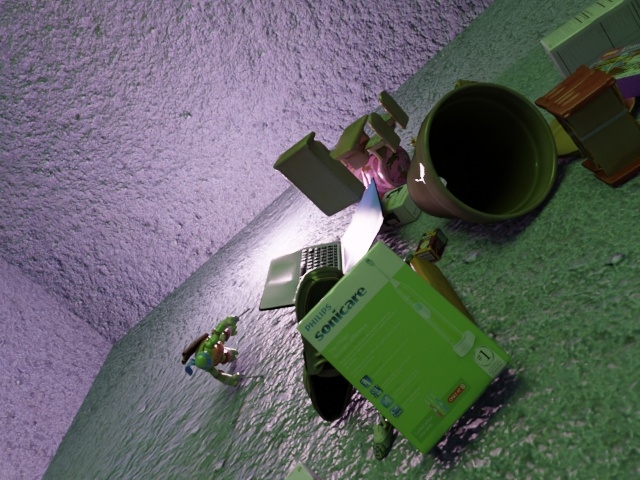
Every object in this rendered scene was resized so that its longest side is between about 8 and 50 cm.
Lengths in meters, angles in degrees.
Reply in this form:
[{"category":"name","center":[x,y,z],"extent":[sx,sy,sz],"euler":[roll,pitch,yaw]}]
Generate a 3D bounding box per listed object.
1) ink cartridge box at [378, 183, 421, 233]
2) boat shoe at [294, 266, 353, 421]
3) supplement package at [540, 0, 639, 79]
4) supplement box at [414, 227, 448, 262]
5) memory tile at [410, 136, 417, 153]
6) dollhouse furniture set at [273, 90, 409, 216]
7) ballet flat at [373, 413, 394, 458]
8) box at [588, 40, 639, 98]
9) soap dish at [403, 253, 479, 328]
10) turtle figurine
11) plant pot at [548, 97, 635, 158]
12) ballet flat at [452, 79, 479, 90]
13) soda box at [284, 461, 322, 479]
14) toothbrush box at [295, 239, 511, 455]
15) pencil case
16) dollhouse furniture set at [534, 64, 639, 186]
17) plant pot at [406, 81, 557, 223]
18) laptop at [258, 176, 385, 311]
[{"category":"ink cartridge box","center":[0.242,-0.106,1.589],"extent":[0.175,0.072,0.127],"euler":[-22,27,49]},{"category":"boat shoe","center":[0.026,0.219,1.004],"extent":[0.133,0.355,0.130],"euler":[-10,30,-8]},{"category":"supplement package","center":[0.777,-0.573,1.395],"extent":[0.244,0.139,0.133],"euler":[-32,22,28]},{"category":"supplement box","center":[0.285,0.016,1.277],"extent":[0.055,0.043,0.083],"euler":[-26,25,47]},{"category":"memory tile","center":[0.390,-0.344,1.777],"extent":[0.012,0.113,0.148],"euler":[-3,-17,-44]},{"category":"dollhouse furniture set","center":[0.049,-0.316,1.686],"extent":[0.362,0.256,0.394],"euler":[-26,30,43]},{"category":"ballet flat","center":[0.118,0.342,0.915],"extent":[0.041,0.041,0.114],"euler":[-19,30,52]},{"category":"box","center":[0.750,-0.398,1.124],"extent":[0.201,0.057,0.293],"euler":[-42,21,-21]},{"category":"soap dish","center":[0.180,0.165,1.049],"extent":[0.229,0.118,0.290],"euler":[-40,17,11]},{"category":"turtle figurine","center":[-0.272,0.342,1.554],"extent":[0.275,0.197,0.266],"euler":[-33,3,-2]},{"category":"plant pot","center":[0.638,-0.274,1.198],"extent":[0.236,0.032,0.236],"euler":[-38,18,15]},{"category":"ballet flat","center":[0.531,-0.502,1.842],"extent":[0.124,0.116,0.342],"euler":[-3,36,35]},{"category":"soda box","center":[-0.073,0.515,0.886],"extent":[0.216,0.069,0.074],"euler":[-49,19,-14]},{"category":"toothbrush box","center":[0.133,0.174,0.842],"extent":[0.206,0.283,0.122],"euler":[-46,-11,-6]},{"category":"pencil case","center":[0.176,-0.249,1.902],"extent":[0.160,0.167,0.386],"euler":[-41,16,-30]},{"category":"dollhouse furniture set","center":[0.652,-0.300,0.956],"extent":[0.374,0.201,0.152],"euler":[-37,18,21]},{"category":"plant pot","center":[0.353,-0.178,1.222],"extent":[0.323,0.323,0.280],"euler":[-49,2,-15]},{"category":"laptop","center":[0.000,0.000,1.573],"extent":[0.409,0.236,0.382],"euler":[-9,24,6]}]
